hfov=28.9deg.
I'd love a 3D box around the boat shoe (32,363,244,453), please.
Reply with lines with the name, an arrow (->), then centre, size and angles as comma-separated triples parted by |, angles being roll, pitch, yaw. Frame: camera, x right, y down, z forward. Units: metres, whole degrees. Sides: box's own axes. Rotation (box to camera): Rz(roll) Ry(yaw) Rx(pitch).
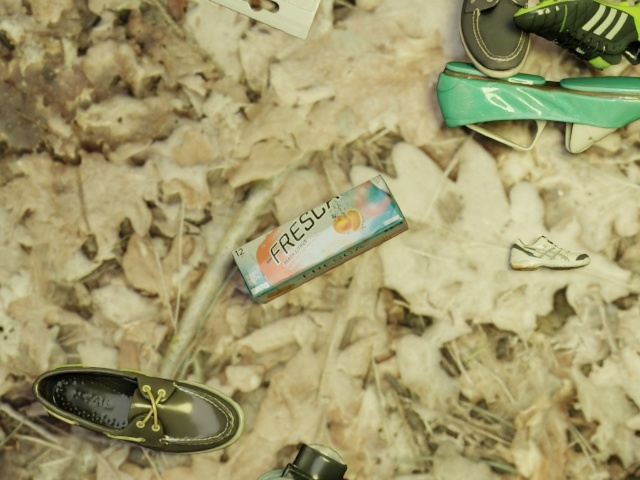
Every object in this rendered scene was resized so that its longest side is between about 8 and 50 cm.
boat shoe -> -0.197, 0.181, 1.332 | 0.228, 0.068, 0.081 | 8, 81, 11

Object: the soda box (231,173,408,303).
soda box -> 0.000, 0.000, 1.334 | 0.183, 0.063, 0.058 | -28, 77, 4

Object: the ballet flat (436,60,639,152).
ballet flat -> 0.245, -0.137, 1.318 | 0.247, 0.083, 0.087 | 6, 109, 11

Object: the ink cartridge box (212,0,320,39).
ink cartridge box -> -0.040, -0.338, 1.426 | 0.145, 0.045, 0.179 | 25, 103, 13

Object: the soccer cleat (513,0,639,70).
soccer cleat -> 0.277, -0.215, 1.289 | 0.179, 0.060, 0.072 | -3, 85, -32

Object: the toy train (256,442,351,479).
toy train -> -0.030, 0.376, 1.241 | 0.190, 0.142, 0.333 | 28, 83, 1

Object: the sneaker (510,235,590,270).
sneaker -> 0.241, 0.012, 1.305 | 0.083, 0.032, 0.036 | 0, 80, 9

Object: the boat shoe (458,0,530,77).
boat shoe -> 0.185, -0.266, 1.317 | 0.075, 0.065, 0.206 | 0, 58, 4
